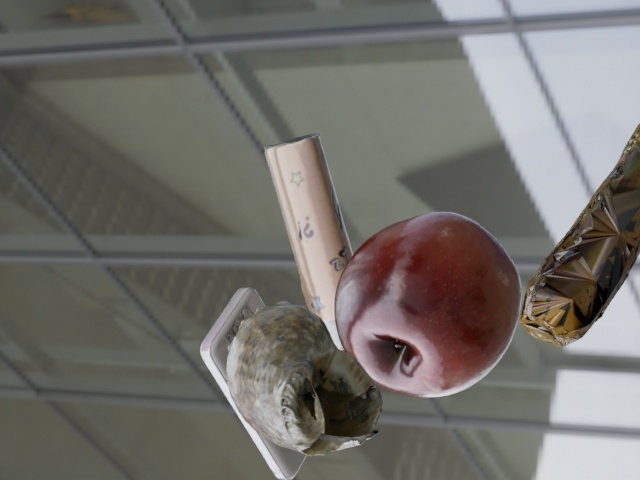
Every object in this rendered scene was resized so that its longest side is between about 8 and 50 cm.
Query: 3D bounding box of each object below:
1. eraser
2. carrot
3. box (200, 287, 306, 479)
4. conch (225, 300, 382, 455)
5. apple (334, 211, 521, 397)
[{"bbox_3d":[0.000,0.000,2.173,0.171,0.087,0.291,-118,13,-84],"label":"eraser"},{"bbox_3d":[0.243,-0.013,1.303,0.229,0.069,0.069,-54,-40,-16],"label":"carrot"},{"bbox_3d":[-0.079,0.213,2.307,0.142,0.044,0.285,-58,-47,-39],"label":"box"},{"bbox_3d":[-0.009,0.140,1.496,0.207,0.155,0.130,-126,39,-64],"label":"conch"},{"bbox_3d":[0.130,0.078,1.880,0.201,0.218,0.218,-50,-47,-47],"label":"apple"}]
